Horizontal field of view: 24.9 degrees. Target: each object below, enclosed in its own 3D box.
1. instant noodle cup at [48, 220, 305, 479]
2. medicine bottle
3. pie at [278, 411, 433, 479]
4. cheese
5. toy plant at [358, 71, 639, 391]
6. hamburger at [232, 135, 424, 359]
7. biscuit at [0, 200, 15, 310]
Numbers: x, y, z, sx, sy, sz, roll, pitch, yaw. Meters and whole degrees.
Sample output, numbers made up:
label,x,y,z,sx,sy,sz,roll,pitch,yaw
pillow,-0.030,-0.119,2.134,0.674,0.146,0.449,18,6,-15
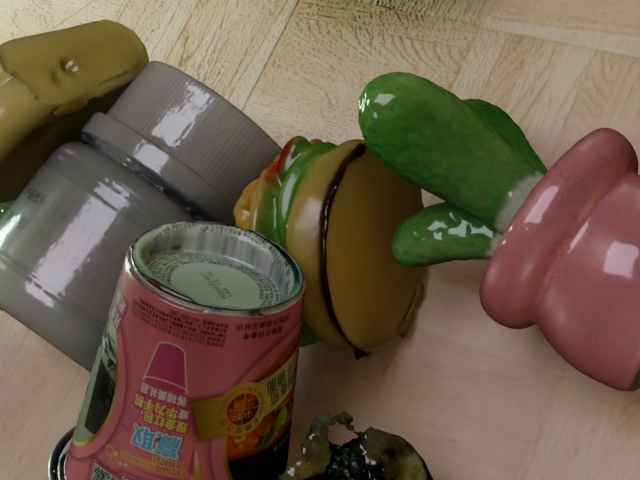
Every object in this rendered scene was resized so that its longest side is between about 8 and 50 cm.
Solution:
label,x,y,z,sx,sy,sz,roll,pitch,yaw
instant noodle cup,-0.119,0.128,1.349,0.244,0.244,0.255,35,124,35
medicine bottle,-0.194,-0.013,1.554,0.245,0.245,0.306,31,81,34
pie,-0.015,0.340,1.272,0.371,0.296,0.078,-34,9,-29
cheese,-0.347,-0.129,1.644,0.316,0.259,0.128,-40,77,41
toy plant,0.214,-0.022,1.384,0.356,0.317,0.211,31,103,22
hamburger,0.000,0.000,1.471,0.148,0.237,0.237,3,66,33
biscuit,-0.302,-0.033,1.735,0.252,0.052,0.150,-32,56,6
